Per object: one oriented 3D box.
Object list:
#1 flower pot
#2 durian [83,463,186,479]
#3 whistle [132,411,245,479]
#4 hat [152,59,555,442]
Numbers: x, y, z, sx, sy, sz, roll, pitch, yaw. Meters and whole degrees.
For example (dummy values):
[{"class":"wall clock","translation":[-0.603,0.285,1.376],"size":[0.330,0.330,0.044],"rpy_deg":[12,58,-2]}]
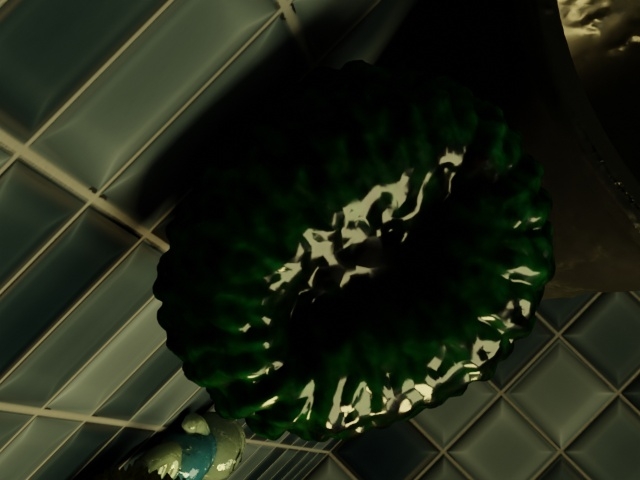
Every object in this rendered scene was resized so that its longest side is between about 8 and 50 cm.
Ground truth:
[{"class":"flower pot","translation":[0.196,-0.100,1.439],"size":[0.251,0.379,0.379],"rpy_deg":[-26,-174,41]},{"class":"durian","translation":[-0.190,0.294,1.813],"size":[0.198,0.159,0.146],"rpy_deg":[6,126,-35]},{"class":"whistle","translation":[-0.142,0.237,2.010],"size":[0.114,0.077,0.236],"rpy_deg":[-67,162,12]},{"class":"hat","translation":[0.000,0.000,1.312],"size":[0.274,0.242,0.332],"rpy_deg":[-21,-171,-12]}]
